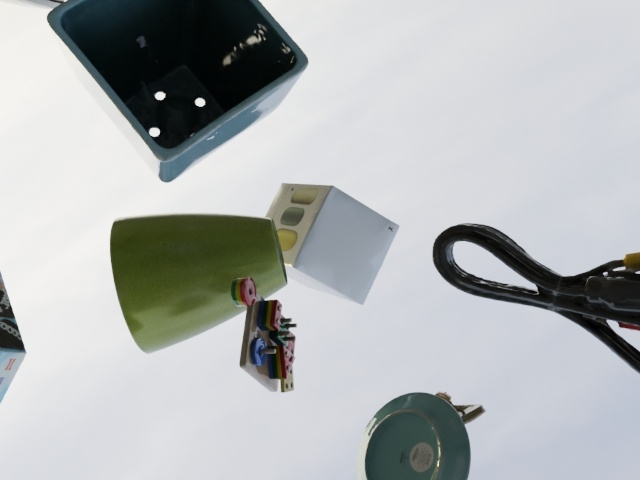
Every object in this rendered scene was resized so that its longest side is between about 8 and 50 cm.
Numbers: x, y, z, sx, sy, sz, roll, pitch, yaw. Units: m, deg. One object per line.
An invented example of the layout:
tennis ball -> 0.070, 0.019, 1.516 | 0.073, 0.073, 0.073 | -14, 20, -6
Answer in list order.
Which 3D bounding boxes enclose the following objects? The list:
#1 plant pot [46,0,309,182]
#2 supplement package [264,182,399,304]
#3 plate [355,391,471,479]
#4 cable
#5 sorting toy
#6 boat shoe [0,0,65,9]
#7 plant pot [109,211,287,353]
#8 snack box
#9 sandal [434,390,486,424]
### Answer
plant pot -> -0.204, -0.229, 1.063 | 0.247, 0.252, 0.248 | -38, -94, -18
supplement package -> 0.000, 0.000, 1.666 | 0.263, 0.198, 0.199 | 11, -107, 62
plate -> 0.115, 0.293, 0.986 | 0.188, 0.024, 0.188 | -25, -131, 33
cable -> 0.247, 0.050, 0.674 | 0.287, 0.139, 0.072 | 7, -161, 31
sorting toy -> -0.077, 0.174, 1.232 | 0.046, 0.274, 0.132 | -6, -121, 19
boat shoe -> -0.514, -0.427, 1.147 | 0.117, 0.096, 0.324 | 12, -168, 20
plant pot -> -0.221, 0.055, 1.435 | 0.293, 0.275, 0.275 | -13, -141, -1
snack box -> -0.714, 0.189, 1.545 | 0.187, 0.060, 0.322 | -56, -132, 21
sandal -> 0.171, 0.249, 1.091 | 0.072, 0.049, 0.180 | -27, -175, -24
